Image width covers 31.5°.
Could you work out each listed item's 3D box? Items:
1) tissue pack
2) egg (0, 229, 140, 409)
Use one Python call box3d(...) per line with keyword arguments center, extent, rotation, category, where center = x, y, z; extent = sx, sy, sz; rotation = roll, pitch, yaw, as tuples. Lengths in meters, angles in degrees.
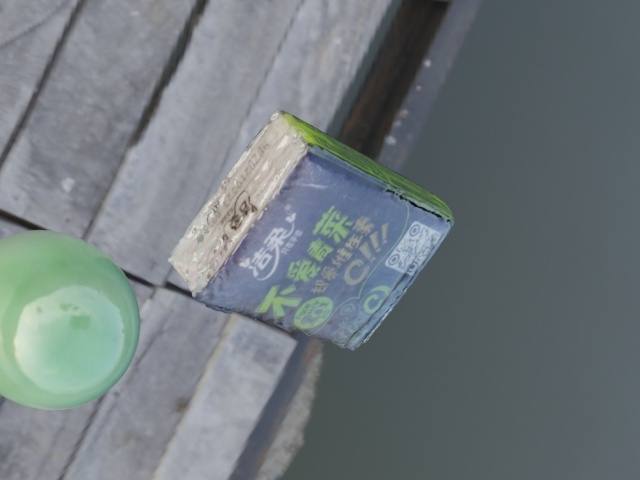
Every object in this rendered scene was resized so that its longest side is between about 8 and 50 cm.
box3d(center=(0.000, 0.000, 1.032), extent=(0.235, 0.073, 0.173), rotation=(23, 108, -47), category="tissue pack")
box3d(center=(-0.350, 0.099, 1.455), extent=(0.220, 0.270, 0.220), rotation=(-15, 116, -33), category="egg")
